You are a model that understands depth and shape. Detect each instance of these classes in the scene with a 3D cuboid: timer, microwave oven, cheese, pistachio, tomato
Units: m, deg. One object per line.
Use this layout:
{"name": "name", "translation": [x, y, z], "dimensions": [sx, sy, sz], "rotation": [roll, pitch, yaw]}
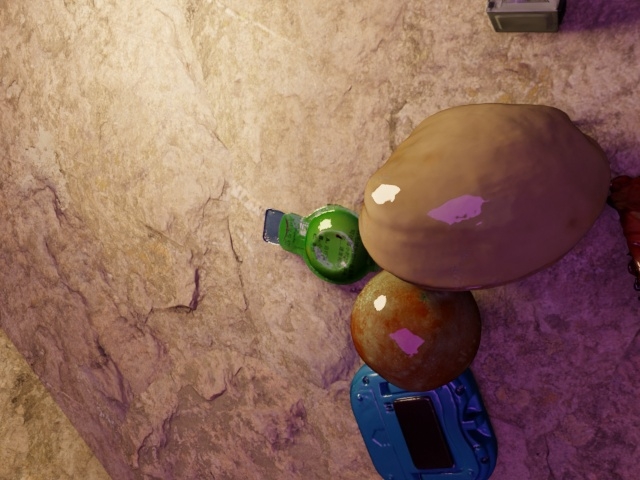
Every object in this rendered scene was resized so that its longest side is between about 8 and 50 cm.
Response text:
{"name": "timer", "translation": [0.238, 0.435, 1.115], "dimensions": [0.309, 0.115, 0.339], "rotation": [-19, 93, 27]}
{"name": "microwave oven", "translation": [0.371, -0.481, 0.797], "dimensions": [0.123, 0.162, 0.208], "rotation": [12, 103, 24]}
{"name": "cheese", "translation": [0.000, 0.000, 1.148], "dimensions": [0.321, 0.083, 0.203], "rotation": [18, 112, 20]}
{"name": "pistachio", "translation": [0.281, -0.086, 0.874], "dimensions": [0.446, 0.281, 0.365], "rotation": [-17, 65, 16]}
{"name": "tomato", "translation": [0.199, 0.169, 0.970], "dimensions": [0.270, 0.270, 0.222], "rotation": [35, 154, 16]}

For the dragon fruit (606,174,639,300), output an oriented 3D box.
{"name": "dragon fruit", "translation": [0.617, 0.023, 0.743], "dimensions": [0.228, 0.286, 0.329], "rotation": [-15, 86, 33]}
